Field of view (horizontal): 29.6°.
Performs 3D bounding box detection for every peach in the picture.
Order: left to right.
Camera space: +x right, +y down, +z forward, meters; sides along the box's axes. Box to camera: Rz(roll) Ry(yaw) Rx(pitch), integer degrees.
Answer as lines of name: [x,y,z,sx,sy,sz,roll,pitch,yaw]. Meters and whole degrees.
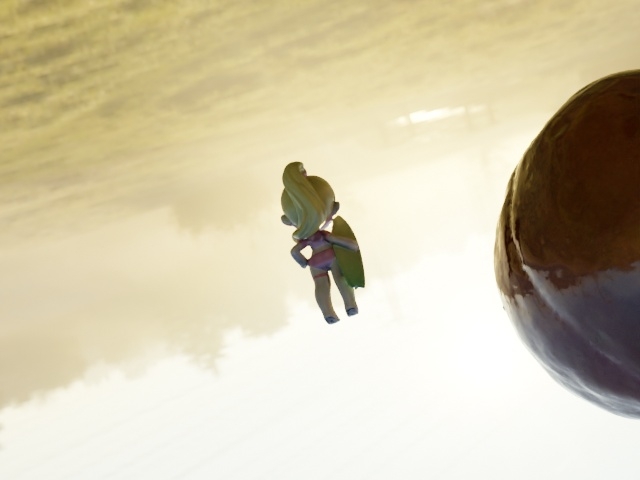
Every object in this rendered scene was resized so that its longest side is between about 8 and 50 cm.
peach: [0.320,0.000,1.177,0.343,0.302,0.343,-47,164,-18]

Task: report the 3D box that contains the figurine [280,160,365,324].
figurine: [0.000,0.000,1.369,0.083,0.187,0.083,-13,164,-4]
